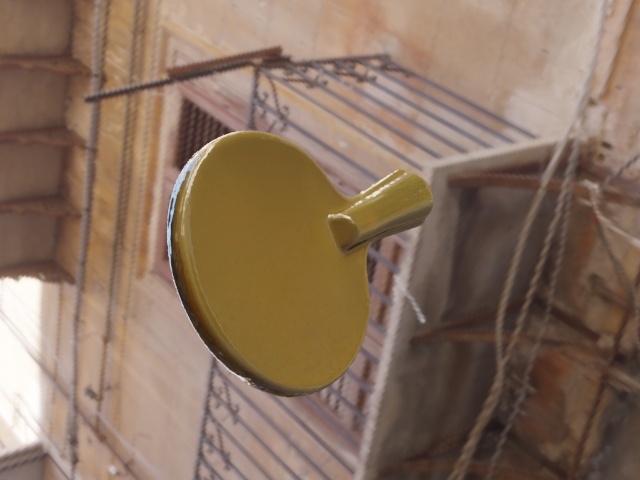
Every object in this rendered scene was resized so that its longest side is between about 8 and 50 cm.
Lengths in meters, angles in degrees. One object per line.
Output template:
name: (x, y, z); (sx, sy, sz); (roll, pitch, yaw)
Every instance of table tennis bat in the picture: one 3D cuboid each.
table tennis bat: (0.000, 0.000, 0.851); (0.320, 0.050, 0.199); (-26, -86, -54)
